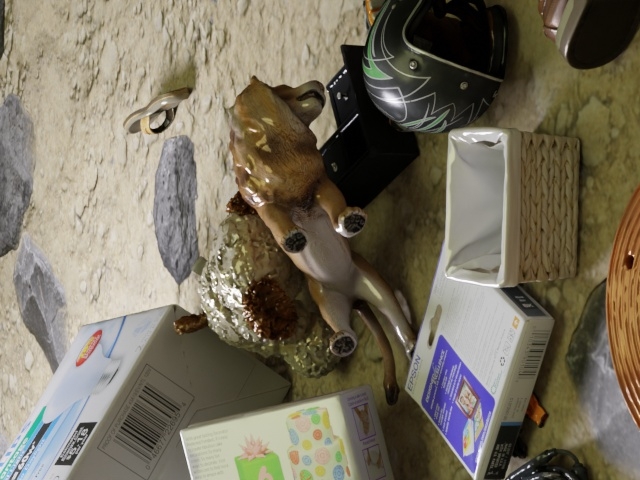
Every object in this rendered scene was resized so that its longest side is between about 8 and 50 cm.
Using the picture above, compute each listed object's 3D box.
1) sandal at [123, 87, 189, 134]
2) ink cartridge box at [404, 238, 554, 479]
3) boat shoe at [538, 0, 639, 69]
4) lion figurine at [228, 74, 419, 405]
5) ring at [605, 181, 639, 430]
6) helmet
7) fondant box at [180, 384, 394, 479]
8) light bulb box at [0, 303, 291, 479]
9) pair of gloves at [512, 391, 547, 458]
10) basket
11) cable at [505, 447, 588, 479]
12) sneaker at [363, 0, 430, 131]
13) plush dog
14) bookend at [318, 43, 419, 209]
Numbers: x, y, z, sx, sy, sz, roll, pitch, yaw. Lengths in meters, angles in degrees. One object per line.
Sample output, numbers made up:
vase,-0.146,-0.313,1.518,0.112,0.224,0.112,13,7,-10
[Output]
sandal,-0.262,-0.199,2.534,0.180,0.072,0.049,-24,92,54
ink cartridge box,0.175,0.132,1.780,0.208,0.045,0.206,-130,48,-56
boat shoe,0.286,-0.313,1.517,0.104,0.111,0.307,62,141,37
lion figurine,0.000,0.000,1.906,0.240,0.142,0.392,-126,16,-56
ring,0.378,0.062,1.439,0.337,0.032,0.336,-5,84,62
helmet,0.126,-0.198,1.752,0.169,0.169,0.161,-21,56,59
fondant box,-0.018,0.363,1.929,0.238,0.096,0.330,-16,87,28
light bulb box,-0.282,0.306,2.257,0.361,0.225,0.358,-16,41,59
pair of gloves,0.219,0.196,1.747,0.074,0.010,0.083,58,138,42
basket,0.205,-0.036,1.673,0.113,0.103,0.167,7,96,60
cable,0.239,0.314,1.689,0.184,0.047,0.150,-46,57,48
sneaker,0.090,-0.229,1.895,0.083,0.084,0.214,138,125,-59
plush dog,-0.090,0.046,2.037,0.225,0.211,0.262,97,160,-63
bookend,0.041,-0.141,1.988,0.156,0.072,0.157,-44,53,52
